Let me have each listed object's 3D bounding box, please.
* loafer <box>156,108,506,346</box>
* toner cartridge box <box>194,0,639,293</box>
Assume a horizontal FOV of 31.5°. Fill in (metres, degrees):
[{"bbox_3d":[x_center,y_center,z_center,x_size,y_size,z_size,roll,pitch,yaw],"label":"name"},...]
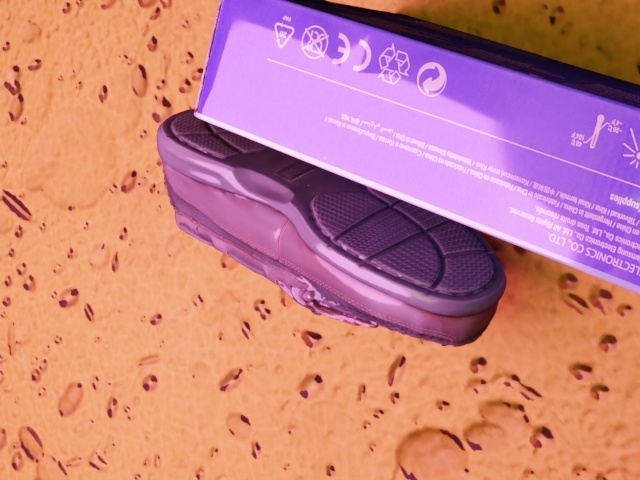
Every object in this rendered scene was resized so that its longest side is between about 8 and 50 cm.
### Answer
[{"bbox_3d":[0.000,0.000,0.695,0.267,0.096,0.084,32,130,36],"label":"loafer"},{"bbox_3d":[0.123,-0.042,0.549,0.348,0.165,0.075,24,106,32],"label":"toner cartridge box"}]
